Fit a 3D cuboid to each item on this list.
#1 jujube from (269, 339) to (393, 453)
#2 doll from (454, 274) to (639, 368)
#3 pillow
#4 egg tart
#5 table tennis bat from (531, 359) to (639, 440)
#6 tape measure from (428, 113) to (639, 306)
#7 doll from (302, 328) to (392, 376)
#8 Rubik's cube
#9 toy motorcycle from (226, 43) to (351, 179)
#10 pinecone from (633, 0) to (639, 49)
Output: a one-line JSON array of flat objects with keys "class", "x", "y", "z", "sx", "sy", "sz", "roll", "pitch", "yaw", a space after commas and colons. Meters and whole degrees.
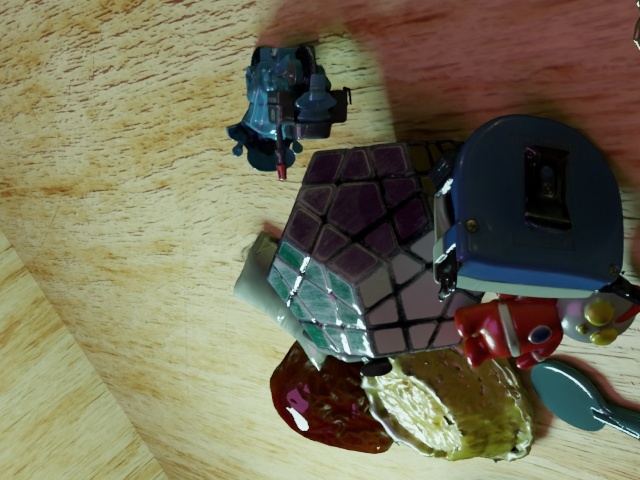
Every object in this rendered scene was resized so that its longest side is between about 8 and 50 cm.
[{"class": "jujube", "x": 0.034, "y": 0.286, "z": 1.819, "sx": 0.255, "sy": 0.190, "sz": 0.190, "roll": 32, "pitch": 149, "yaw": 5}, {"class": "doll", "x": 0.289, "y": 0.092, "z": 1.213, "sx": 0.245, "sy": 0.076, "sz": 0.142, "roll": -12, "pitch": 129, "yaw": 11}, {"class": "pillow", "x": -0.050, "y": 0.105, "z": 1.770, "sx": 0.254, "sy": 0.078, "sz": 0.144, "roll": 36, "pitch": 105, "yaw": 31}, {"class": "egg tart", "x": 0.184, "y": 0.242, "z": 1.598, "sx": 0.345, "sy": 0.132, "sz": 0.345, "roll": 32, "pitch": 145, "yaw": 26}, {"class": "table tennis bat", "x": 0.380, "y": 0.233, "z": 1.411, "sx": 0.201, "sy": 0.033, "sz": 0.124, "roll": 20, "pitch": 141, "yaw": 46}, {"class": "tape measure", "x": 0.296, "y": -0.021, "z": 1.131, "sx": 0.351, "sy": 0.215, "sz": 0.098, "roll": 8, "pitch": 155, "yaw": -15}, {"class": "doll", "x": 0.038, "y": 0.089, "z": 1.522, "sx": 0.258, "sy": 0.153, "sz": 0.195, "roll": -150, "pitch": 59, "yaw": -79}, {"class": "Rubik's cube", "x": 0.086, "y": 0.007, "z": 1.311, "sx": 0.264, "sy": 0.319, "sz": 0.319, "roll": 21, "pitch": 148, "yaw": -1}, {"class": "toy motorcycle", "x": -0.053, "y": -0.183, "z": 1.405, "sx": 0.272, "sy": 0.124, "sz": 0.182, "roll": -158, "pitch": 65, "yaw": -67}, {"class": "pinecone", "x": 0.354, "y": -0.166, "z": 0.753, "sx": 0.264, "sy": 0.264, "sz": 0.264, "roll": 35, "pitch": 148, "yaw": 26}]
